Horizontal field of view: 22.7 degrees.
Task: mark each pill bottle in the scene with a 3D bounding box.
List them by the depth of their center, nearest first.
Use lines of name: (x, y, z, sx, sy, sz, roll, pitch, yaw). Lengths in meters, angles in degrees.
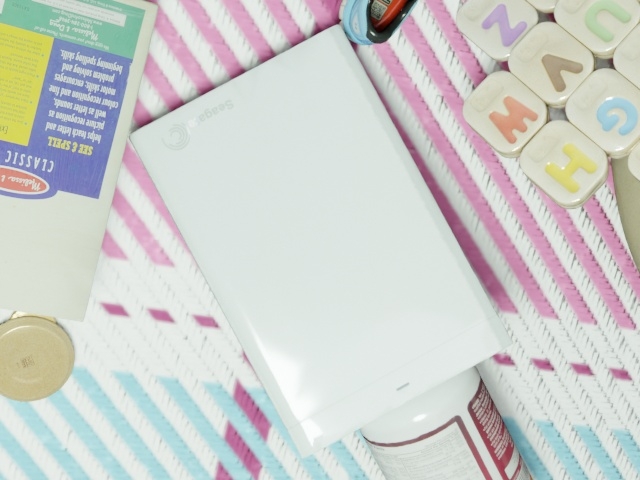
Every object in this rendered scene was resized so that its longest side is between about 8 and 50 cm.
pill bottle: (0.104, 0.173, 1.453, 0.121, 0.121, 0.221, -29, 112, -3)

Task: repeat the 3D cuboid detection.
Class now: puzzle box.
puzzle box: (-0.344, -0.102, 1.220, 0.409, 0.052, 0.272, 13, 92, -28)

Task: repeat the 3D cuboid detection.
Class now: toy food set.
toy food set: (-0.257, 0.102, 1.393, 0.082, 0.020, 0.083, -34, 113, -1)

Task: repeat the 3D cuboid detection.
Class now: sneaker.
sneaker: (0.077, -0.231, 1.336, 0.063, 0.073, 0.162, 22, 102, -20)

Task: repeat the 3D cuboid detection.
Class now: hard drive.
hard drive: (0.000, 0.000, 1.348, 0.203, 0.040, 0.308, -28, 89, -3)

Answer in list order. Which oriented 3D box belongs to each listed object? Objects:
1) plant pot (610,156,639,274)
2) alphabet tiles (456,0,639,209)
plant pot: (0.366, -0.061, 1.387, 0.284, 0.284, 0.191, -44, 80, 3)
alphabet tiles: (0.255, -0.168, 1.321, 0.284, 0.278, 0.021, -47, 153, 4)
